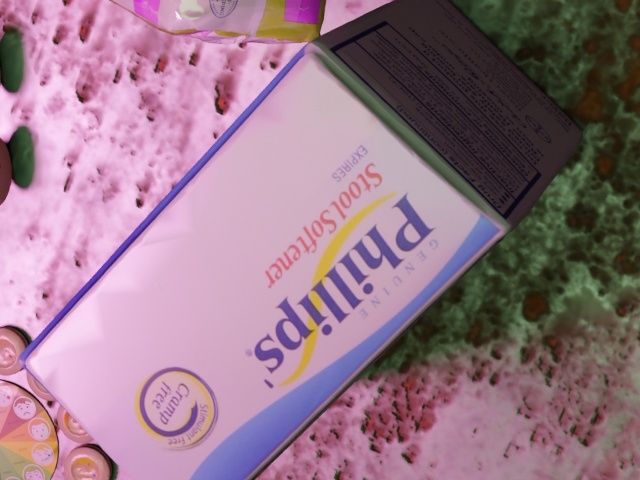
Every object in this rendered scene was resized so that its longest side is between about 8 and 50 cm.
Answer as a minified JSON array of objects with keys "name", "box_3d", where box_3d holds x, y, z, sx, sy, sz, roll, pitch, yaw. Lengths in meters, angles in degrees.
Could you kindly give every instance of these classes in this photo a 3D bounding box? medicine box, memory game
[{"name":"medicine box","box_3d":[0.000,0.000,1.120,0.149,0.289,0.263,45,111,2]},{"name":"memory game","box_3d":[-0.241,0.152,1.377,0.186,0.012,0.186,4,104,16]}]

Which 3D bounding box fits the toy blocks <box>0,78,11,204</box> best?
[{"name":"toy blocks","box_3d":[-0.301,-0.081,1.317,0.148,0.054,0.123,-1,102,17]}]

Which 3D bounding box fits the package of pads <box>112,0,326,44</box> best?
[{"name":"package of pads","box_3d":[-0.078,-0.245,1.101,0.101,0.296,0.229,1,107,-25]}]
